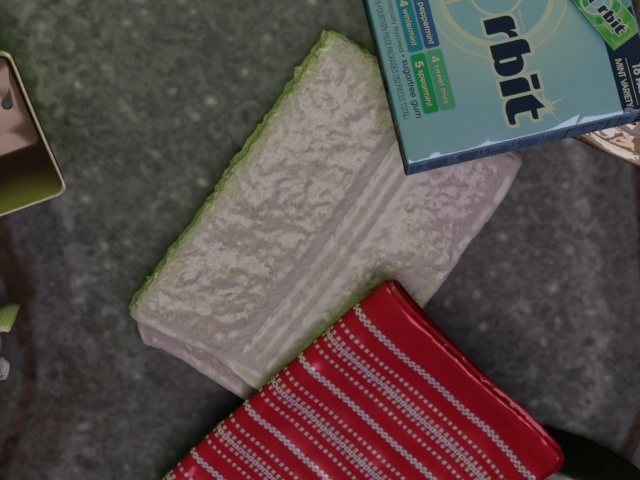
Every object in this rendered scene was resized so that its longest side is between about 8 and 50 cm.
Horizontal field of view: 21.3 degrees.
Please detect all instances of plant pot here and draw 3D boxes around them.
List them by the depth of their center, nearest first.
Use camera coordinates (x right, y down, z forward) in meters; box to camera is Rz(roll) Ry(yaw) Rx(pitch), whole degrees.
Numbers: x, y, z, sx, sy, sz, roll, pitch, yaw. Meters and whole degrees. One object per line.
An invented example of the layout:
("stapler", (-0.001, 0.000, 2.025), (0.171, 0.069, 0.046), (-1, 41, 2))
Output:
("plant pot", (-0.249, -0.079, 1.210), (0.109, 0.096, 0.109), (-20, 110, 1))

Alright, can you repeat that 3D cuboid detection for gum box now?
("gum box", (0.133, -0.145, 1.221), (0.184, 0.041, 0.157), (-13, 81, -2))

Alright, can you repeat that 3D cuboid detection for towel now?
("towel", (0.000, 0.000, 1.288), (0.187, 0.049, 0.282), (32, 102, -16))
("towel", (0.026, 0.180, 1.296), (0.275, 0.031, 0.199), (-43, 97, 18))

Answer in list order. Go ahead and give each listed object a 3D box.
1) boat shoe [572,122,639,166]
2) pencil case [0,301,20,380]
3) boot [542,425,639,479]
("boat shoe", (0.217, -0.100, 1.268), (0.170, 0.063, 0.059), (19, 111, -11))
("pencil case", (-0.320, 0.234, 1.276), (0.183, 0.160, 0.410), (5, 108, 8))
("boot", (0.137, 0.237, 1.364), (0.236, 0.085, 0.178), (14, 109, -3))
